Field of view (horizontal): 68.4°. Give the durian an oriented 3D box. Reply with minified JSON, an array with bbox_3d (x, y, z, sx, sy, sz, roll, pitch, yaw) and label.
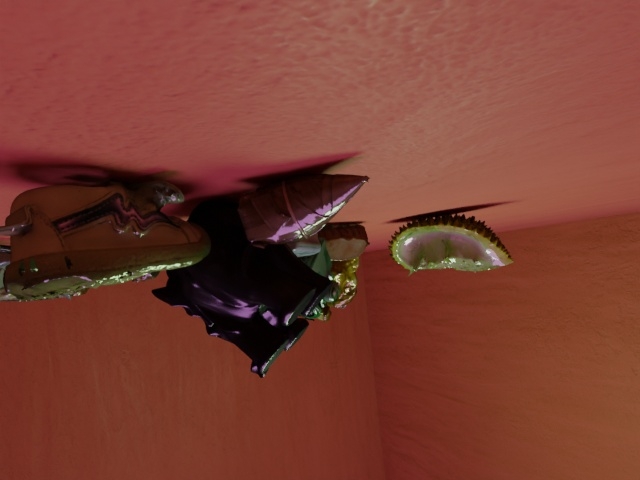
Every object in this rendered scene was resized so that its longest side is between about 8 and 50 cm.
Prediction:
[{"bbox_3d":[0.329,0.013,1.286,0.158,0.169,0.351,-3,176,-43],"label":"durian"}]

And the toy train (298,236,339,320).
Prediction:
[{"bbox_3d":[-0.086,0.090,1.184,0.266,0.145,0.202,5,141,25],"label":"toy train"}]

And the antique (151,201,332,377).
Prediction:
[{"bbox_3d":[-0.133,0.071,0.775,0.185,0.255,0.322,-47,166,-40],"label":"antique"}]

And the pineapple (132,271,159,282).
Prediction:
[{"bbox_3d":[-0.505,0.053,1.184,0.197,0.108,0.108,0,177,6],"label":"pineapple"}]

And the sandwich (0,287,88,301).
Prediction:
[{"bbox_3d":[-0.713,0.086,1.051,0.288,0.100,0.254,1,173,3],"label":"sandwich"}]

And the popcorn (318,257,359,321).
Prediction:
[{"bbox_3d":[-0.010,0.111,1.729,0.325,0.321,0.290,20,177,-40],"label":"popcorn"}]

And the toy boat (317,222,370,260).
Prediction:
[{"bbox_3d":[0.001,0.005,1.254,0.292,0.108,0.099,2,-155,-23],"label":"toy boat"}]

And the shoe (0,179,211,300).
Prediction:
[{"bbox_3d":[-0.220,-0.004,0.530,0.140,0.128,0.262,1,-171,20],"label":"shoe"}]

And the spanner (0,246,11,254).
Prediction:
[{"bbox_3d":[-0.686,0.034,1.131,0.093,0.026,0.325,-3,175,-4],"label":"spanner"}]

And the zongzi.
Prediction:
[{"bbox_3d":[0.006,-0.051,0.639,0.178,0.081,0.189,-18,178,21],"label":"zongzi"}]

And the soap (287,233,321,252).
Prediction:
[{"bbox_3d":[-0.077,-0.007,0.981,0.145,0.091,0.230,-7,175,17],"label":"soap"}]

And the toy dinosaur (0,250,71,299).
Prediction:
[{"bbox_3d":[-0.645,0.061,0.923,0.205,0.092,0.393,-5,169,16],"label":"toy dinosaur"}]
